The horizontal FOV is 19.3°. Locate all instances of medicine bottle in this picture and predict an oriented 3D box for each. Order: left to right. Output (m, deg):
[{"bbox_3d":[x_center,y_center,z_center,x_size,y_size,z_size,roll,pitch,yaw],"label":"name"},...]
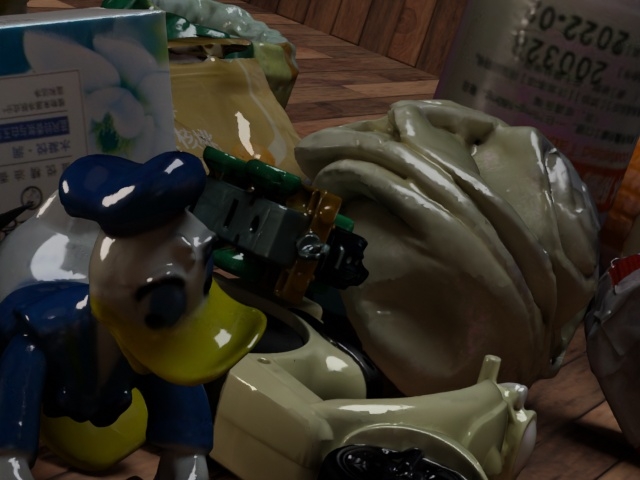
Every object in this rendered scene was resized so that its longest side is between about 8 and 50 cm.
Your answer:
[{"bbox_3d":[0.219,-0.112,1.977,0.219,0.388,0.219,19,13,-4],"label":"medicine bottle"}]

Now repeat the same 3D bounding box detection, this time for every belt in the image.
[{"bbox_3d":[0.313,0.113,1.664,0.200,0.128,0.124,63,12,-9],"label":"belt"}]

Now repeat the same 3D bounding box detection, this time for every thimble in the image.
[{"bbox_3d":[-0.167,-0.211,2.335,0.254,0.167,0.288,12,16,-28],"label":"thimble"}]

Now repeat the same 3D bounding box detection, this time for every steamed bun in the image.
[{"bbox_3d":[0.136,-0.002,1.629,0.280,0.207,0.268,16,48,-63],"label":"steamed bun"}]

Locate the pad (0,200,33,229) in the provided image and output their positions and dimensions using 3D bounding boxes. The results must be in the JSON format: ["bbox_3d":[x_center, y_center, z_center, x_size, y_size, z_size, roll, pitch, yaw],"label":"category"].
[{"bbox_3d":[-0.294,0.048,1.138,0.006,0.170,0.245,56,29,2],"label":"pad"}]

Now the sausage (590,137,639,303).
[{"bbox_3d":[0.322,-0.050,2.217,0.233,0.233,0.287,5,17,-44],"label":"sausage"}]

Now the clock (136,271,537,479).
[{"bbox_3d":[0.003,0.122,1.365,0.379,0.120,0.276,28,20,36],"label":"clock"}]

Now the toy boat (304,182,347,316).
[{"bbox_3d":[0.000,0.000,1.860,0.079,0.136,0.392,-13,12,-2],"label":"toy boat"}]

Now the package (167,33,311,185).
[{"bbox_3d":[-0.177,-0.135,1.949,0.221,0.165,0.311,11,8,41],"label":"package"}]

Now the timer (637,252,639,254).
[{"bbox_3d":[0.465,0.105,1.908,0.395,0.173,0.395,17,15,-4],"label":"timer"}]

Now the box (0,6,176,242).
[{"bbox_3d":[-0.248,-0.063,1.404,0.274,0.203,0.116,-10,12,-35],"label":"box"}]

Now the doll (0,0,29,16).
[{"bbox_3d":[-0.413,-0.253,1.752,0.348,0.423,0.161,-12,49,0],"label":"doll"}]

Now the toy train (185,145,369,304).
[{"bbox_3d":[-0.034,-0.007,1.485,0.136,0.091,0.228,22,0,-32],"label":"toy train"}]

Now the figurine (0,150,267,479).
[{"bbox_3d":[-0.147,0.070,1.101,0.205,0.338,0.283,5,52,-22],"label":"figurine"}]
